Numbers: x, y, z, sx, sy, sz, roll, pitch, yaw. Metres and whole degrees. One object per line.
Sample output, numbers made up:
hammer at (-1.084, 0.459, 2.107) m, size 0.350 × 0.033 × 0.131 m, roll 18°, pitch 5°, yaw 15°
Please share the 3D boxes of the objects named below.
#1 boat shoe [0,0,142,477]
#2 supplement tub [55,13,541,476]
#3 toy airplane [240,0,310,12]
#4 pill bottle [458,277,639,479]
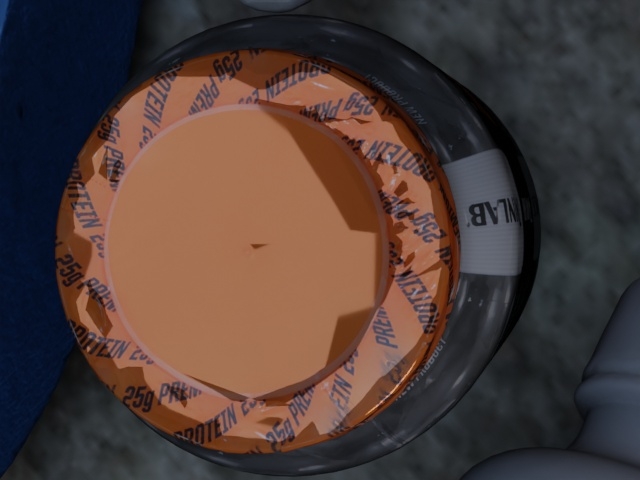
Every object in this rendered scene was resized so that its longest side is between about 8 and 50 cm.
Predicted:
boat shoe at (-0.119, -0.027, 0.545) m, size 0.089 × 0.109 × 0.258 m, roll 9°, pitch 73°, yaw 32°
supplement tub at (0.000, 0.000, 0.468) m, size 0.117 × 0.190 × 0.117 m, roll 0°, pitch 92°, yaw 9°
toy airplane at (0.065, -0.244, 0.440) m, size 0.384 × 0.272 × 0.386 m, roll 14°, pitch 125°, yaw 27°
pill bottle at (0.078, 0.151, 0.455) m, size 0.152 × 0.152 × 0.272 m, roll 25°, pitch 75°, yaw 8°
